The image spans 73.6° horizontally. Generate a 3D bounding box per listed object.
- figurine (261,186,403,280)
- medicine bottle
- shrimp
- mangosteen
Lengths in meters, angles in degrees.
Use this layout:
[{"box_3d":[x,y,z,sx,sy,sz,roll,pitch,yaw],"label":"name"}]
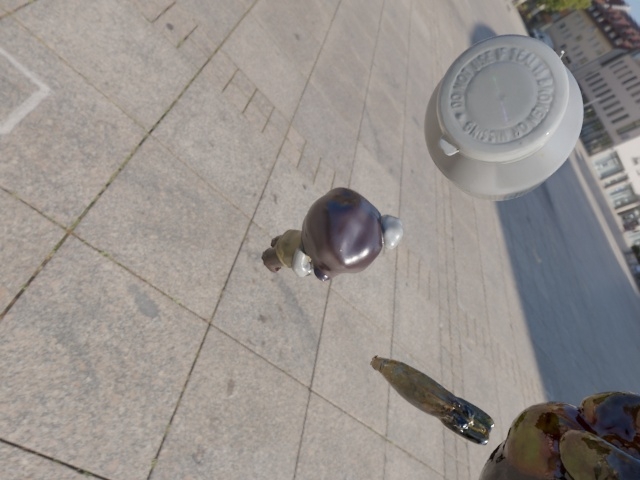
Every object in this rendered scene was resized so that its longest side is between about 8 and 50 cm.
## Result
[{"box_3d":[0.007,0.018,1.099,0.206,0.365,0.218,51,47,-3],"label":"figurine"},{"box_3d":[0.172,-0.110,0.414,0.215,0.135,0.135,-5,73,-67],"label":"medicine bottle"},{"box_3d":[0.197,0.289,0.790,0.058,0.253,0.173,-55,143,-12],"label":"shrimp"},{"box_3d":[0.226,0.230,0.342,0.210,0.209,0.210,33,44,-39],"label":"mangosteen"}]
